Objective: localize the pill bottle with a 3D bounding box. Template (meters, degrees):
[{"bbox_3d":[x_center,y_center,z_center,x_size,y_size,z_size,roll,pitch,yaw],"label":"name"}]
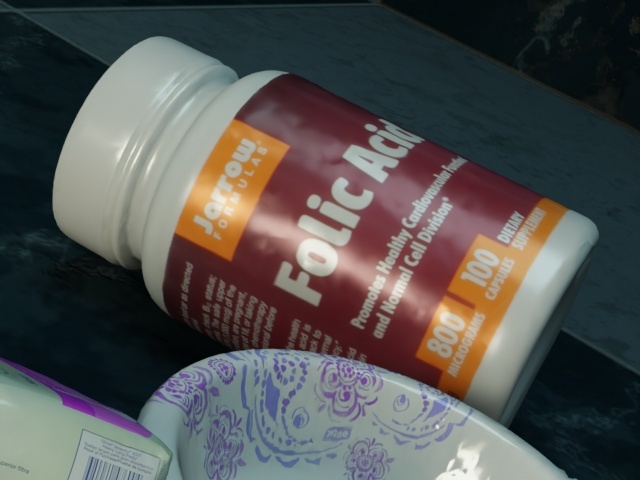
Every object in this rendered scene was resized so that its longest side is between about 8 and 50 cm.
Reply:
[{"bbox_3d":[0.000,0.000,1.049,0.392,0.224,0.224,27,22,14],"label":"pill bottle"}]

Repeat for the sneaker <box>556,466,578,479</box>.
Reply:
[{"bbox_3d":[0.113,0.193,0.903,0.215,0.083,0.084,24,21,-7],"label":"sneaker"}]

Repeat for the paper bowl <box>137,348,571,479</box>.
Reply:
[{"bbox_3d":[0.017,0.194,0.710,0.284,0.148,0.284,19,21,-8],"label":"paper bowl"}]

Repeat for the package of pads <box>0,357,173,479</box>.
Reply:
[{"bbox_3d":[-0.225,0.080,0.623,0.229,0.101,0.296,25,-10,-24],"label":"package of pads"}]
